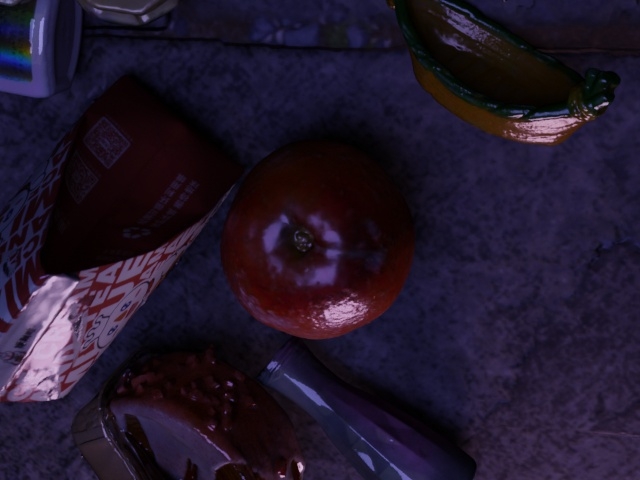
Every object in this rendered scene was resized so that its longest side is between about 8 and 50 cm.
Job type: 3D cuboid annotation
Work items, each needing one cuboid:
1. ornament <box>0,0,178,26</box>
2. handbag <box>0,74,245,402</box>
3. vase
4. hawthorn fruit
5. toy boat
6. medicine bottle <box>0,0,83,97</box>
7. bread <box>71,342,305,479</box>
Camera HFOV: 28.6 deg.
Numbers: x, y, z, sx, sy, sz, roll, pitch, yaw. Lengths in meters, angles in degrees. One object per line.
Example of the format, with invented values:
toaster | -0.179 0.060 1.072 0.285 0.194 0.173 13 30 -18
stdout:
ornament | -0.205 -0.271 1.017 0.201 0.059 0.180 6 87 -7
handbag | -0.198 0.000 1.032 0.151 0.298 0.171 40 118 -4
vase | 0.039 0.174 1.177 0.214 0.086 0.086 39 119 1
hawthorn fruit | 0.000 0.000 1.047 0.173 0.173 0.172 6 116 13
toy boat | 0.128 -0.146 0.981 0.229 0.089 0.088 35 141 25
medicine bottle | -0.320 -0.198 1.097 0.219 0.078 0.115 11 109 10
bread | -0.124 0.210 1.198 0.212 0.142 0.224 -16 111 43
